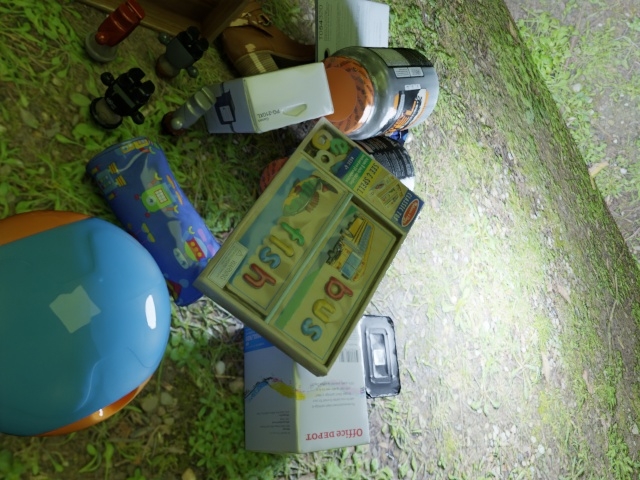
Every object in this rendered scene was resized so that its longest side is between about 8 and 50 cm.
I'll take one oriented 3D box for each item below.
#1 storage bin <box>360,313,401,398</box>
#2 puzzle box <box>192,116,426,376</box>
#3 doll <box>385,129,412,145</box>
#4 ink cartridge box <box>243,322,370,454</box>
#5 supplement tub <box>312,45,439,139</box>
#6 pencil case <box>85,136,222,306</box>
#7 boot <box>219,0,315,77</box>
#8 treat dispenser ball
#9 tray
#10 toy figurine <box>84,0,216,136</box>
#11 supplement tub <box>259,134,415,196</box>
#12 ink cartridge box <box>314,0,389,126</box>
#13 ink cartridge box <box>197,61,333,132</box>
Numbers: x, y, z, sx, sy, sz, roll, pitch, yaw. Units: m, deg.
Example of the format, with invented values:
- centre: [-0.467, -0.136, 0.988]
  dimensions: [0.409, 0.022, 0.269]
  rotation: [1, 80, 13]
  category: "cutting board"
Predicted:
- centre: [0.104, 0.262, 1.190]
  dimensions: [0.122, 0.084, 0.180]
  rotation: [10, 68, -41]
  category: "storage bin"
- centre: [0.000, 0.000, 0.955]
  dimensions: [0.272, 0.052, 0.409]
  rotation: [38, 62, -10]
  category: "puzzle box"
- centre: [0.210, -0.288, 1.482]
  dimensions: [0.189, 0.046, 0.129]
  rotation: [-24, 130, -59]
  category: "doll"
- centre: [-0.032, 0.272, 0.999]
  dimensions: [0.171, 0.168, 0.232]
  rotation: [12, 67, -39]
  category: "ink cartridge box"
- centre: [0.116, -0.328, 1.174]
  dimensions: [0.316, 0.193, 0.193]
  rotation: [-25, 92, -50]
  category: "supplement tub"
- centre: [-0.270, -0.034, 0.923]
  dimensions: [0.133, 0.119, 0.306]
  rotation: [-36, 101, -20]
  category: "pencil case"
- centre: [-0.123, -0.484, 1.253]
  dimensions: [0.283, 0.109, 0.220]
  rotation: [-36, 96, -37]
  category: "boot"
- centre: [-0.343, 0.104, 0.688]
  dimensions: [0.288, 0.288, 0.288]
  rotation: [17, 64, -38]
  category: "treat dispenser ball"
- centre: [-0.345, -0.499, 0.966]
  dimensions: [0.411, 0.203, 0.076]
  rotation: [7, 70, -42]
  category: "tray"
- centre: [-0.313, -0.301, 0.974]
  dimensions: [0.209, 0.148, 0.213]
  rotation: [1, 72, -49]
  category: "toy figurine"
- centre: [0.041, -0.123, 1.184]
  dimensions: [0.338, 0.207, 0.207]
  rotation: [-19, 88, -44]
  category: "supplement tub"
- centre: [0.059, -0.418, 1.295]
  dimensions: [0.330, 0.071, 0.324]
  rotation: [-22, 119, -50]
  category: "ink cartridge box"
- centre: [-0.113, -0.276, 1.039]
  dimensions: [0.172, 0.237, 0.100]
  rotation: [-22, 111, -27]
  category: "ink cartridge box"
